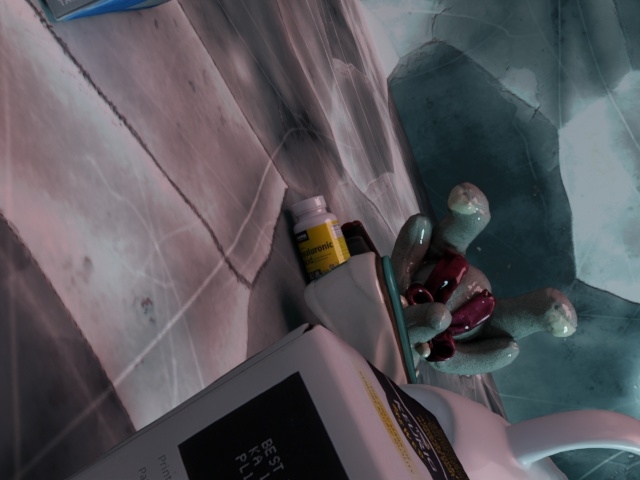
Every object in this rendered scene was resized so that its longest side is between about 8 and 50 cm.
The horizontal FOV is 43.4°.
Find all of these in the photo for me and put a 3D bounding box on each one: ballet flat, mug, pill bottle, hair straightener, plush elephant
[{"bbox_3d":[0.079,0.207,1.023,0.139,0.139,0.400,-63,136,-69],"label":"ballet flat"},{"bbox_3d":[0.178,0.292,0.803,0.328,0.374,0.276,55,16,-27],"label":"mug"},{"bbox_3d":[0.000,0.000,1.111,0.065,0.065,0.116,-7,78,-74],"label":"pill bottle"},{"bbox_3d":[0.091,0.075,1.392,0.089,0.047,0.230,-90,159,-50],"label":"hair straightener"},{"bbox_3d":[0.147,0.112,1.180,0.255,0.330,0.271,-30,87,-52],"label":"plush elephant"}]

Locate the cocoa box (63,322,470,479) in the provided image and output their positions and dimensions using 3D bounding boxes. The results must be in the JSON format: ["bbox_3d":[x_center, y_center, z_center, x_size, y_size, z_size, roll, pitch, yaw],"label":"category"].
[{"bbox_3d":[0.015,0.266,0.408,0.347,0.231,0.228,62,9,31],"label":"cocoa box"}]

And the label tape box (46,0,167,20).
[{"bbox_3d":[-0.224,-0.391,0.734,0.249,0.115,0.347,-65,135,-68],"label":"label tape box"}]
